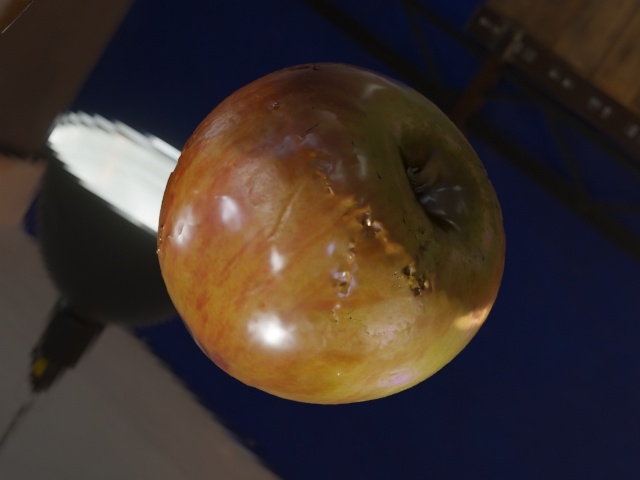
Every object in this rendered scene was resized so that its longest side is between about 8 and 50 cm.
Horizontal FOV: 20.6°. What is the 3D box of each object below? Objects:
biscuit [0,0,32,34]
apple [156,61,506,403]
[{"bbox_3d":[-0.165,-0.153,0.349,0.332,0.332,0.103,39,-168,18],"label":"biscuit"},{"bbox_3d":[0.000,0.000,0.733,0.146,0.146,0.146,31,-165,-9],"label":"apple"}]
